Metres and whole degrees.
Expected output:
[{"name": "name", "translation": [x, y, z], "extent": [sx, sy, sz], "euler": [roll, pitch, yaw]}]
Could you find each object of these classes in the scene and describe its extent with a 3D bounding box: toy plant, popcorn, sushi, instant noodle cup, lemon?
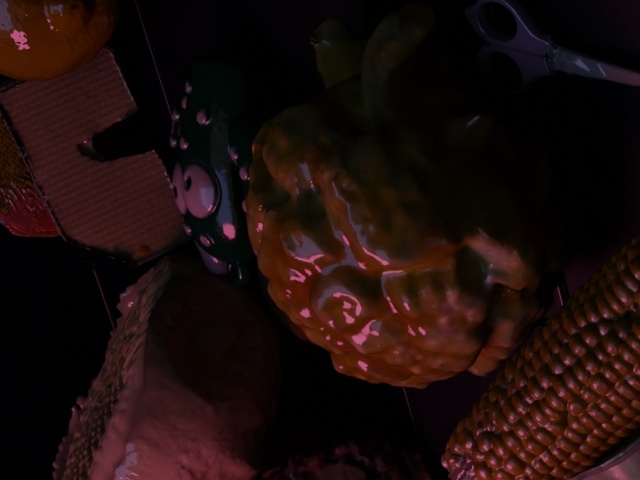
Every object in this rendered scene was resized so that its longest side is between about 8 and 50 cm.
[{"name": "toy plant", "translation": [-0.095, -0.070, 1.866], "extent": [0.232, 0.112, 0.243], "euler": [141, 117, -63]}, {"name": "popcorn", "translation": [0.067, -0.028, 1.614], "extent": [0.335, 0.279, 0.274], "euler": [39, 159, 2]}, {"name": "sushi", "translation": [0.027, 0.345, 1.952], "extent": [0.270, 0.236, 0.171], "euler": [57, 151, -5]}, {"name": "instant noodle cup", "translation": [-0.371, -0.092, 2.125], "extent": [0.212, 0.193, 0.193], "euler": [-5, 112, 57]}, {"name": "lemon", "translation": [-0.317, -0.265, 1.932], "extent": [0.248, 0.184, 0.184], "euler": [29, 136, 47]}]

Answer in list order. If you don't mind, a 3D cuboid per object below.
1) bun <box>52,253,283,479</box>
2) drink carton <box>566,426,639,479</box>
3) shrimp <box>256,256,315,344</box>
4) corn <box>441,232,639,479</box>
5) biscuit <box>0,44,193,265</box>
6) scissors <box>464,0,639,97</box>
[{"name": "bun", "translation": [-0.156, 0.204, 1.993], "extent": [0.202, 0.364, 0.364], "euler": [24, 144, -14]}, {"name": "drink carton", "translation": [0.313, 0.222, 1.629], "extent": [0.142, 0.144, 0.146], "euler": [52, 143, -4]}, {"name": "shrimp", "translation": [0.000, 0.000, 1.878], "extent": [0.152, 0.063, 0.287], "euler": [57, 145, 23]}, {"name": "corn", "translation": [0.245, 0.108, 1.550], "extent": [0.130, 0.130, 0.347], "euler": [47, 111, 12]}, {"name": "biscuit", "translation": [-0.252, -0.086, 2.021], "extent": [0.250, 0.147, 0.046], "euler": [64, 168, -10]}, {"name": "scissors", "translation": [0.213, -0.158, 1.557], "extent": [0.212, 0.021, 0.110], "euler": [18, 134, 38]}]
